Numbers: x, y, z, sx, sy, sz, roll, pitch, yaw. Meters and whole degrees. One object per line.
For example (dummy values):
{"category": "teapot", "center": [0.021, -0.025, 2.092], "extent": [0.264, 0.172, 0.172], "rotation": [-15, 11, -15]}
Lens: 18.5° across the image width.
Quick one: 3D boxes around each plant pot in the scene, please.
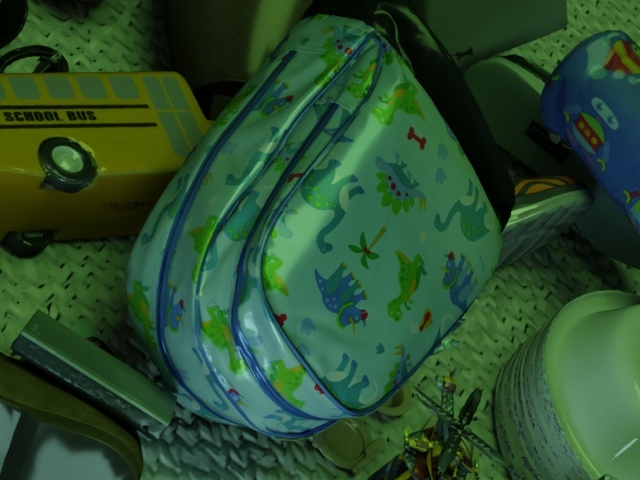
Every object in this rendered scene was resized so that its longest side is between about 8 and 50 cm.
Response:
{"category": "plant pot", "center": [-0.061, -0.207, 1.876], "extent": [0.215, 0.215, 0.230], "rotation": [23, 54, -20]}

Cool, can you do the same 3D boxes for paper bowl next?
{"category": "paper bowl", "center": [0.319, 0.175, 1.870], "extent": [0.284, 0.148, 0.284], "rotation": [22, 44, -23]}

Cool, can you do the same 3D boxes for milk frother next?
{"category": "milk frother", "center": [-0.291, -0.205, 1.712], "extent": [0.143, 0.135, 0.129], "rotation": [13, 70, 12]}

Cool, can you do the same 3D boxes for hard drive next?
{"category": "hard drive", "center": [-0.177, 0.105, 1.548], "extent": [0.135, 0.022, 0.094], "rotation": [33, 7, -5]}

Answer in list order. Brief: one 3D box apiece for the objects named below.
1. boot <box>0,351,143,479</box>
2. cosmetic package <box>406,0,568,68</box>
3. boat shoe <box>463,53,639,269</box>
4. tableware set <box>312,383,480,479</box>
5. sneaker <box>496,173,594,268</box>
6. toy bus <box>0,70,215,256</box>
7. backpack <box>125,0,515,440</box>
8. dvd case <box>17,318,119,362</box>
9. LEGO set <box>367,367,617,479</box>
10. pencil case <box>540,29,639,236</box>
{"category": "boot", "center": [-0.277, 0.121, 1.512], "extent": [0.305, 0.112, 0.115], "rotation": [27, 18, -6]}
{"category": "cosmetic package", "center": [0.109, -0.437, 2.133], "extent": [0.161, 0.230, 0.453], "rotation": [-21, 64, -1]}
{"category": "boat shoe", "center": [0.285, -0.089, 2.096], "extent": [0.306, 0.113, 0.105], "rotation": [39, 33, 20]}
{"category": "tableware set", "center": [0.072, 0.182, 1.770], "extent": [0.168, 0.020, 0.141], "rotation": [40, 42, -3]}
{"category": "sneaker", "center": [0.126, -0.064, 1.940], "extent": [0.321, 0.124, 0.180], "rotation": [-11, 64, -42]}
{"category": "toy bus", "center": [-0.201, -0.072, 1.713], "extent": [0.332, 0.108, 0.130], "rotation": [-5, 57, -39]}
{"category": "backpack", "center": [0.000, 0.000, 1.643], "extent": [0.355, 0.273, 0.290], "rotation": [-39, 122, -16]}
{"category": "dvd case", "center": [-0.207, 0.123, 1.613], "extent": [0.087, 0.013, 0.119], "rotation": [49, 44, 8]}
{"category": "LEGO set", "center": [0.161, 0.282, 1.606], "extent": [0.331, 0.192, 0.255], "rotation": [36, 48, -7]}
{"category": "pencil case", "center": [0.334, -0.064, 1.934], "extent": [0.119, 0.133, 0.306], "rotation": [-7, 55, -51]}
